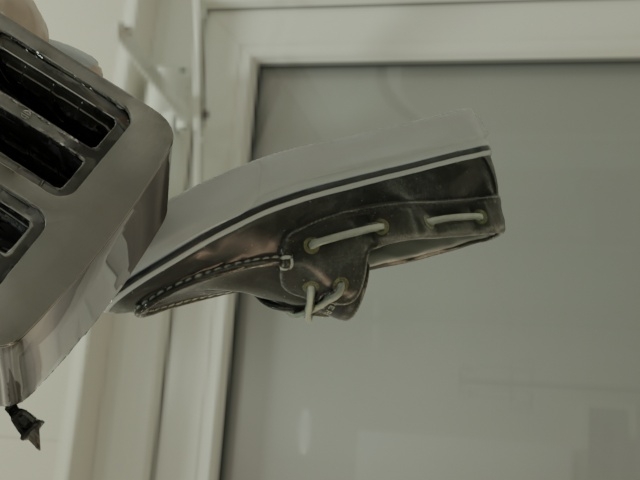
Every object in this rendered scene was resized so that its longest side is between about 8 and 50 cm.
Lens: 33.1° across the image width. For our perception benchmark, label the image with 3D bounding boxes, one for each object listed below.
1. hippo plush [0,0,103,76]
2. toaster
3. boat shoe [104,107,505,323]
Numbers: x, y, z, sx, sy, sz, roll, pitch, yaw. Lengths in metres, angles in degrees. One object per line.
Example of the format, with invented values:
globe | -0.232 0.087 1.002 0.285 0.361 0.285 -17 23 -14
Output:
hippo plush | -0.362 -0.194 1.036 0.234 0.294 0.236 81 176 -55
toaster | -0.181 -0.015 0.589 0.168 0.186 0.110 -56 -3 -26
boat shoe | 0.000 0.000 0.765 0.119 0.335 0.121 67 157 7
